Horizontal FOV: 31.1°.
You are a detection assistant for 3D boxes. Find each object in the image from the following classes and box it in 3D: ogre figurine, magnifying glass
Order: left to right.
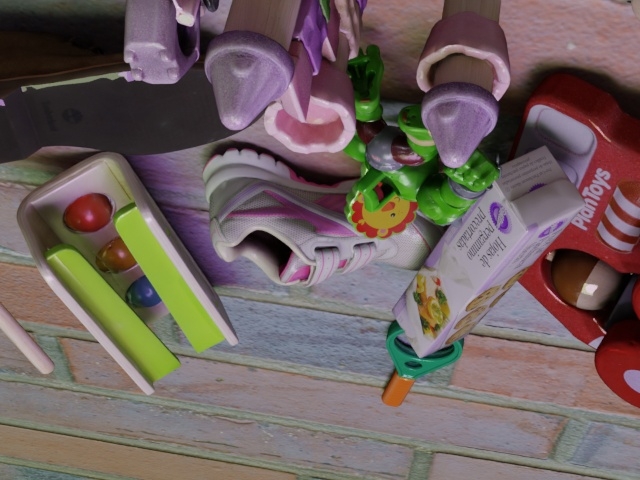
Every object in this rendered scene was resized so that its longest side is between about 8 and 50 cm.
[{"bbox_3d":[0.064,-0.083,0.948,0.197,0.097,0.118,22,152,17],"label":"ogre figurine"},{"bbox_3d":[0.114,0.153,1.428,0.092,0.026,0.231,13,147,-3],"label":"magnifying glass"}]

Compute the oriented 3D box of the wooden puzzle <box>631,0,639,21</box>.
[{"bbox_3d":[0.378,-0.175,0.804,0.238,0.044,0.221,28,145,-17],"label":"wooden puzzle"}]

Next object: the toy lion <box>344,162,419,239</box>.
[{"bbox_3d":[0.065,-0.048,1.056,0.096,0.034,0.100,-23,130,0],"label":"toy lion"}]

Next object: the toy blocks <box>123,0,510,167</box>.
[{"bbox_3d":[-0.041,-0.160,0.744,0.309,0.260,0.288,1,148,16],"label":"toy blocks"}]

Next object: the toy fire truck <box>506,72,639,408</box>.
[{"bbox_3d":[0.271,0.002,1.033,0.254,0.169,0.302,32,152,14],"label":"toy fire truck"}]

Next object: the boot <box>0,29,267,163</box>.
[{"bbox_3d":[-0.197,-0.141,0.994,0.305,0.115,0.112,-4,142,-9],"label":"boot"}]

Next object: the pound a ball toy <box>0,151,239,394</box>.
[{"bbox_3d":[-0.246,0.041,1.218,0.208,0.136,0.319,-30,142,-2],"label":"pound a ball toy"}]

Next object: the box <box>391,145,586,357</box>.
[{"bbox_3d":[0.143,0.023,1.065,0.067,0.063,0.324,-25,163,-22],"label":"box"}]

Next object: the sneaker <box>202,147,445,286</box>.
[{"bbox_3d":[0.000,0.000,1.126,0.252,0.111,0.103,12,149,-7],"label":"sneaker"}]
